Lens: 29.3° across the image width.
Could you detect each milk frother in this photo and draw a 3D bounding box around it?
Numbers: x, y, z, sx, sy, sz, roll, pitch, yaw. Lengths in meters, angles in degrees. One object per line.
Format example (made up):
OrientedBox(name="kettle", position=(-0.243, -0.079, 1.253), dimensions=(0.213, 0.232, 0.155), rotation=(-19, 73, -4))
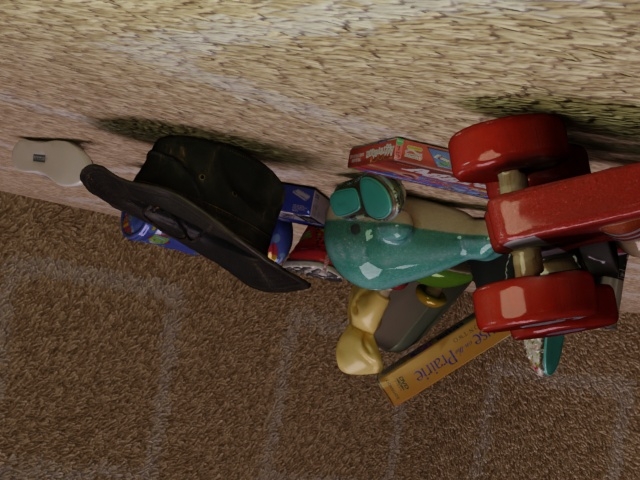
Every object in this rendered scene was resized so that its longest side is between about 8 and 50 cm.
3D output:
OrientedBox(name="milk frother", position=(0.397, 0.061, 1.916), dimensions=(0.143, 0.135, 0.129), rotation=(6, 174, 45))

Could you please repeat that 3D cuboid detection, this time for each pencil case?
OrientedBox(name="pencil case", position=(-0.189, -0.038, 2.078), dimensions=(0.306, 0.133, 0.119), rotation=(13, 147, -37))

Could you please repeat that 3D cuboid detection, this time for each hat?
OrientedBox(name="hat", position=(-0.139, -0.056, 1.594), dimensions=(0.331, 0.134, 0.331), rotation=(25, 167, 6))

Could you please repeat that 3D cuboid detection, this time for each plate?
OrientedBox(name="plate", position=(0.192, 0.111, 2.329), dimensions=(0.045, 0.278, 0.277), rotation=(45, 168, -10))

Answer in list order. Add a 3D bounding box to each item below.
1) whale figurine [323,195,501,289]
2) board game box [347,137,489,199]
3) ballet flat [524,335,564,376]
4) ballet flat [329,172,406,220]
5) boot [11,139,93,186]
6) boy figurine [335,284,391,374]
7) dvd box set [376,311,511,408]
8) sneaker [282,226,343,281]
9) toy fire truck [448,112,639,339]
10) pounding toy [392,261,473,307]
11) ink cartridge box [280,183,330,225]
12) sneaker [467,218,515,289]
OrientedBox(name="whale figurine", position=(0.136, 0.010, 1.789), dimensions=(0.272, 0.141, 0.216), rotation=(8, 176, 17))
OrientedBox(name="board game box", position=(0.185, -0.068, 1.367), dimensions=(0.281, 0.027, 0.145), rotation=(11, 175, -18))
OrientedBox(name="ballet flat", position=(0.331, 0.084, 1.827), dimensions=(0.077, 0.241, 0.091), rotation=(18, -156, 33))
OrientedBox(name="ballet flat", position=(0.075, -0.061, 1.603), dimensions=(0.070, 0.070, 0.188), rotation=(12, 178, -24))
OrientedBox(name="boot", position=(-0.385, -0.121, 1.874), dimensions=(0.190, 0.069, 0.086), rotation=(17, -171, 42))
OrientedBox(name="boy figurine", position=(0.098, 0.101, 2.174), dimensions=(0.092, 0.285, 0.177), rotation=(14, 174, -9))
OrientedBox(name="dvd box set", position=(0.292, 0.157, 2.199), dimensions=(0.420, 0.062, 0.307), rotation=(-32, 176, 0))
OrientedBox(name="sneaker", position=(0.000, 0.000, 2.139), dimensions=(0.107, 0.118, 0.279), rotation=(13, -172, 0))
OrientedBox(name="toy fire truck", position=(0.261, -0.019, 1.045), dimensions=(0.253, 0.169, 0.302), rotation=(-11, 170, 20))
OrientedBox(name="pounding toy", position=(0.191, 0.055, 2.054), dimensions=(0.236, 0.110, 0.183), rotation=(13, -157, -26))
OrientedBox(name="ink cartridge box", position=(-0.040, -0.057, 1.980), dimensions=(0.097, 0.046, 0.207), rotation=(11, 177, 10))
OrientedBox(name="sneaker", position=(0.251, 0.029, 1.935), dimensions=(0.083, 0.118, 0.222), rotation=(11, 176, -16))
